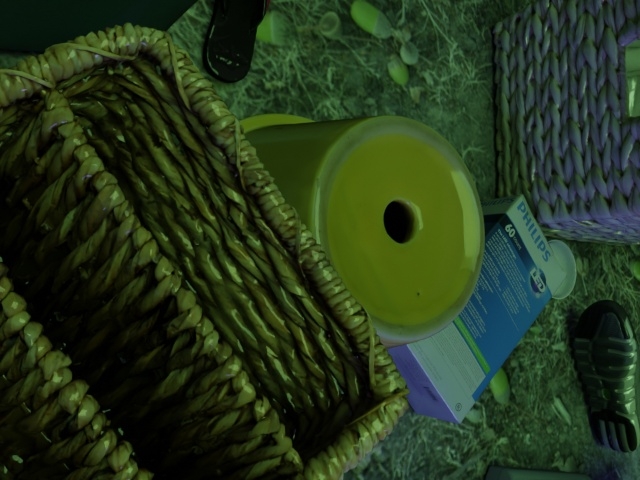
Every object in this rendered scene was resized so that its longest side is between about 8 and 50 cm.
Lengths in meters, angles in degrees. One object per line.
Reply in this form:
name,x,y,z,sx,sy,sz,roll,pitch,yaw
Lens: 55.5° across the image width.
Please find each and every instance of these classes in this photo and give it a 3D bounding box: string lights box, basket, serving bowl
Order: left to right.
basket,-0.137,0.058,0.355,0.299,0.223,0.213,58,37,-1
string lights box,0.181,0.073,0.732,0.259,0.076,0.133,-42,108,-28
serving bowl,0.321,0.041,0.853,0.083,0.027,0.083,4,83,-33
basket,0.437,-0.164,0.808,0.331,0.266,0.329,4,83,-31

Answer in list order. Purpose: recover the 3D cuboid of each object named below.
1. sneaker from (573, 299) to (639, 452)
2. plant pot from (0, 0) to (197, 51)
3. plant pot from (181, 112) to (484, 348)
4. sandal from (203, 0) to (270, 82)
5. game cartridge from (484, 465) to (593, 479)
sneaker,0.445,0.180,0.894,0.132,0.086,0.229,-20,106,-37
plant pot,-0.233,-0.237,0.439,0.234,0.165,0.166,-15,93,-36
plant pot,0.000,0.000,0.529,0.253,0.239,0.254,4,82,-33
sandal,-0.078,-0.250,0.622,0.067,0.040,0.179,12,79,-31
game cartridge,0.261,0.442,0.760,0.198,0.062,0.297,17,76,-34
